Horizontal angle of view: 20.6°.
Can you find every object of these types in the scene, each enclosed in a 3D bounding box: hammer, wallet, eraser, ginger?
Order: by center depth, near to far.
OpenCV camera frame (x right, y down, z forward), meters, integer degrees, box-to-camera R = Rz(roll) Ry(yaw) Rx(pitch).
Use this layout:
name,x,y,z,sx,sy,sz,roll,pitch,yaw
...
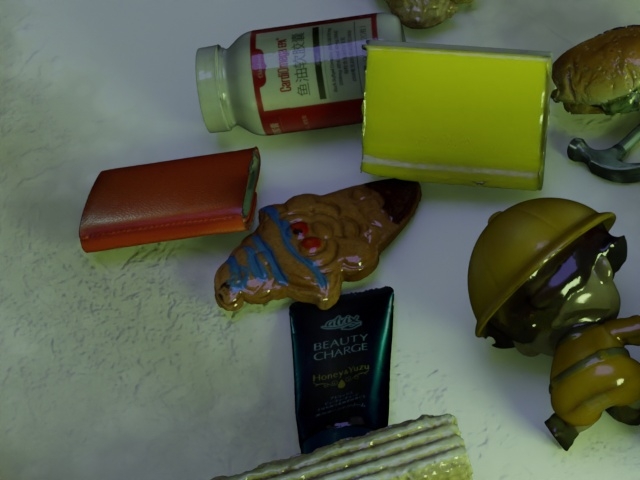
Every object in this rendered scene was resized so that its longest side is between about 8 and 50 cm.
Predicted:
name,x,y,z,sx,sy,sz,roll,pitch,yaw
eraser,0.156,-0.144,2.018,0.226,0.158,0.069,5,10,10
hammer,0.405,-0.151,2.067,0.103,0.029,0.246,32,61,34
wallet,-0.174,-0.048,2.079,0.204,0.045,0.142,-8,38,13
ginger,0.068,-0.360,2.300,0.118,0.065,0.299,-31,50,-33

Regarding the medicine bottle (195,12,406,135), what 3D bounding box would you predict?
name,x,y,z,sx,sy,sz,roll,pitch,yaw
medicine bottle,-0.019,-0.198,2.132,0.250,0.131,0.131,-7,48,6

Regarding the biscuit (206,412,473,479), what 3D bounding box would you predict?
name,x,y,z,sx,sy,sz,roll,pitch,yaw
biscuit,-0.059,0.281,1.712,0.426,0.144,0.078,-18,49,-2

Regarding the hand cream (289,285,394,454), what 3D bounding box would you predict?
name,x,y,z,sx,sy,sz,roll,pitch,yaw
hand cream,0.024,0.152,1.873,0.120,0.061,0.270,-11,40,9

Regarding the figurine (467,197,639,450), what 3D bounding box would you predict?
name,x,y,z,sx,sy,sz,roll,pitch,yaw
figurine,0.250,0.070,1.807,0.192,0.167,0.256,-37,49,15

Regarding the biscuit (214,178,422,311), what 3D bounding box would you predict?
name,x,y,z,sx,sy,sz,roll,pitch,yaw
biscuit,0.000,0.000,2.010,0.280,0.043,0.183,-31,47,-14

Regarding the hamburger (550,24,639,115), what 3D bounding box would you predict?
name,x,y,z,sx,sy,sz,roll,pitch,yaw
hamburger,0.344,-0.193,2.038,0.176,0.087,0.102,-14,21,16
